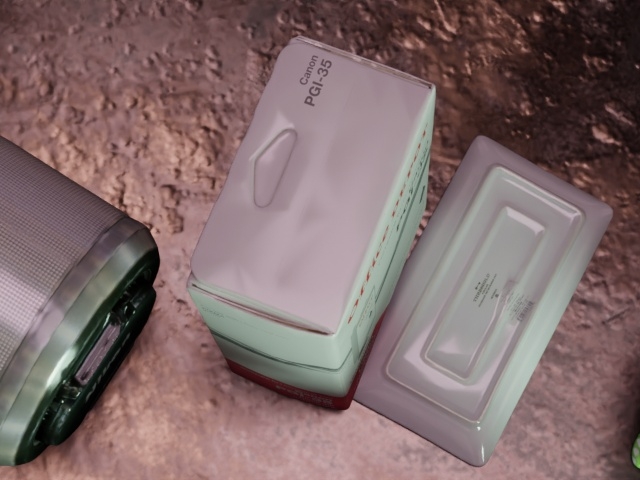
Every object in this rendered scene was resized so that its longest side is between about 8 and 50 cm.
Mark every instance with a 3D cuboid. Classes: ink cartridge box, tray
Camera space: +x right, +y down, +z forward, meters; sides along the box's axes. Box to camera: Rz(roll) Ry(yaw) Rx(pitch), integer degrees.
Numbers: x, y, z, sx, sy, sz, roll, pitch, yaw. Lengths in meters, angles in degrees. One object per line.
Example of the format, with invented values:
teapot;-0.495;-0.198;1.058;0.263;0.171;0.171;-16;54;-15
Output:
ink cartridge box;0.000;0.000;1.128;0.117;0.283;0.207;20;76;8
tray;0.143;0.048;1.269;0.145;0.030;0.270;29;76;0

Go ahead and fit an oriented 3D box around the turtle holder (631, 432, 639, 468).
turtle holder;0.429;0.128;1.178;0.320;0.227;0.243;-31;81;-12

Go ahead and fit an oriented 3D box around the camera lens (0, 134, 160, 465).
camera lens;-0.280;0.027;1.129;0.274;0.219;0.219;32;76;2
